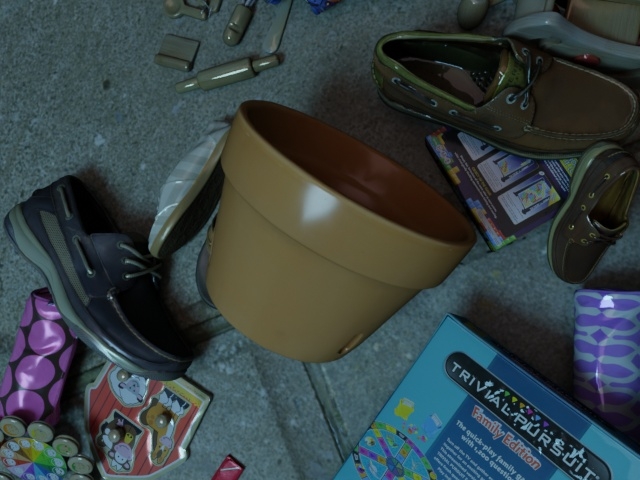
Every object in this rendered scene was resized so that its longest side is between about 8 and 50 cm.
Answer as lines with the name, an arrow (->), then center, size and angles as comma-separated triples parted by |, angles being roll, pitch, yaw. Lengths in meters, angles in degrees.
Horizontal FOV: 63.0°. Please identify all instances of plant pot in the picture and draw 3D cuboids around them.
plant pot -> 0.000, 0.000, 0.604 | 0.291, 0.291, 0.203 | 35, 112, 13

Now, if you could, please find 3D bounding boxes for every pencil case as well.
pencil case -> -0.404, 0.177, 0.771 | 0.098, 0.095, 0.209 | 17, 93, -4
pencil case -> 0.336, 0.153, 0.596 | 0.088, 0.086, 0.206 | -2, 87, 39

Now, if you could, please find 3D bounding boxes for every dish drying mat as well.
dish drying mat -> -0.142, 0.346, 0.739 | 0.032, 0.008, 0.083 | 34, 95, 12

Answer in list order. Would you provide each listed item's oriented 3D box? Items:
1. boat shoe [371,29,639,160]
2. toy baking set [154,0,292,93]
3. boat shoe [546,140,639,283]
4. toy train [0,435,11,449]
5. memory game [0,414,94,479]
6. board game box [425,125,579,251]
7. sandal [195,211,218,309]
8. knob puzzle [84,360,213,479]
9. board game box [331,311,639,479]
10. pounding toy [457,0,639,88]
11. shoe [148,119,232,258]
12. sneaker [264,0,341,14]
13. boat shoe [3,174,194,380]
boat shoe -> 0.205, -0.165, 0.588 | 0.307, 0.104, 0.110 | 12, 87, 12
toy baking set -> -0.132, -0.323, 0.762 | 0.256, 0.030, 0.196 | -7, 85, 13
boat shoe -> 0.308, -0.020, 0.590 | 0.064, 0.060, 0.178 | -3, 122, -9
toy train -> -0.530, 0.248, 0.818 | 0.125, 0.046, 0.166 | -6, 89, 11
memory game -> -0.417, 0.324, 0.756 | 0.186, 0.012, 0.186 | 2, 118, 4
board game box -> 0.235, -0.092, 0.655 | 0.141, 0.048, 0.170 | -30, 80, 8
sandal -> -0.116, -0.009, 0.726 | 0.090, 0.060, 0.219 | 28, 93, 13
knob puzzle -> -0.275, 0.268, 0.764 | 0.213, 0.030, 0.213 | -1, 87, 13
board game box -> 0.159, 0.294, 0.586 | 0.254, 0.079, 0.336 | 38, 99, 34
pounding toy -> 0.296, -0.280, 0.596 | 0.270, 0.154, 0.154 | 12, 90, 13
shoe -> -0.181, -0.075, 0.740 | 0.058, 0.076, 0.219 | 32, 87, 16
sneaker -> 0.017, -0.351, 0.710 | 0.221, 0.083, 0.087 | 11, 108, 10
boat shoe -> -0.296, 0.041, 0.730 | 0.355, 0.132, 0.130 | 44, 95, 11
